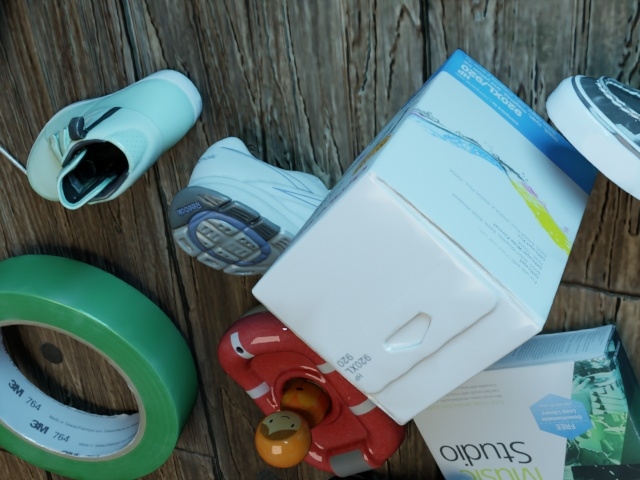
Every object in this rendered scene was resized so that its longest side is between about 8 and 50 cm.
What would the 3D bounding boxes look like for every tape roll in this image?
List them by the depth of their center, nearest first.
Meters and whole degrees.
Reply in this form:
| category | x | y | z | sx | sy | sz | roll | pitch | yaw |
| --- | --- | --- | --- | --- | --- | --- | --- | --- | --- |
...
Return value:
| category | x | y | z | sx | sy | sz | roll | pitch | yaw |
| --- | --- | --- | --- | --- | --- | --- | --- | --- | --- |
| tape roll | -0.316 | 0.167 | 1.170 | 0.321 | 0.077 | 0.321 | 8 | 128 | 11 |

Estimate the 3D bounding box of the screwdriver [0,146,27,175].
| category | x | y | z | sx | sy | sz | roll | pitch | yaw |
| --- | --- | --- | --- | --- | --- | --- | --- | --- | --- |
| screwdriver | -0.386 | -0.128 | 1.073 | 0.170 | 0.024 | 0.025 | 40 | 102 | -11 |

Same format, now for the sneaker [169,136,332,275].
| category | x | y | z | sx | sy | sz | roll | pitch | yaw |
| --- | --- | --- | --- | --- | --- | --- | --- | --- | --- |
| sneaker | 0.000 | 0.000 | 0.909 | 0.297 | 0.129 | 0.111 | 35 | 131 | -23 |

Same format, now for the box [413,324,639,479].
| category | x | y | z | sx | sy | sz | roll | pitch | yaw |
| --- | --- | --- | --- | --- | --- | --- | --- | --- | --- |
| box | 0.243 | 0.242 | 0.974 | 0.232 | 0.058 | 0.322 | -13 | 116 | 37 |

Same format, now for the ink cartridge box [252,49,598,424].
| category | x | y | z | sx | sy | sz | roll | pitch | yaw |
| --- | --- | --- | --- | --- | --- | --- | --- | --- | --- |
| ink cartridge box | 0.092 | -0.008 | 0.770 | 0.168 | 0.232 | 0.171 | 41 | 130 | -4 |

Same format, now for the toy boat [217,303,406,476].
| category | x | y | z | sx | sy | sz | roll | pitch | yaw |
| --- | --- | --- | --- | --- | --- | --- | --- | --- | --- |
| toy boat | -0.022 | 0.180 | 1.010 | 0.151 | 0.151 | 0.231 | -27 | 107 | 37 |

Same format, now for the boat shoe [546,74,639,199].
| category | x | y | z | sx | sy | sz | roll | pitch | yaw |
| --- | --- | --- | --- | --- | --- | --- | --- | --- | --- |
| boat shoe | 0.321 | -0.058 | 0.702 | 0.306 | 0.113 | 0.105 | 31 | 124 | 1 |

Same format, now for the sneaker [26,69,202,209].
| category | x | y | z | sx | sy | sz | roll | pitch | yaw |
| --- | --- | --- | --- | --- | --- | --- | --- | --- | --- |
| sneaker | -0.249 | -0.080 | 0.947 | 0.256 | 0.151 | 0.094 | -23 | 111 | 37 |

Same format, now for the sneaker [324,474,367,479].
| category | x | y | z | sx | sy | sz | roll | pitch | yaw |
| --- | --- | --- | --- | --- | --- | --- | --- | --- | --- |
| sneaker | 0.101 | 0.312 | 1.032 | 0.269 | 0.101 | 0.153 | 27 | 145 | 32 |
